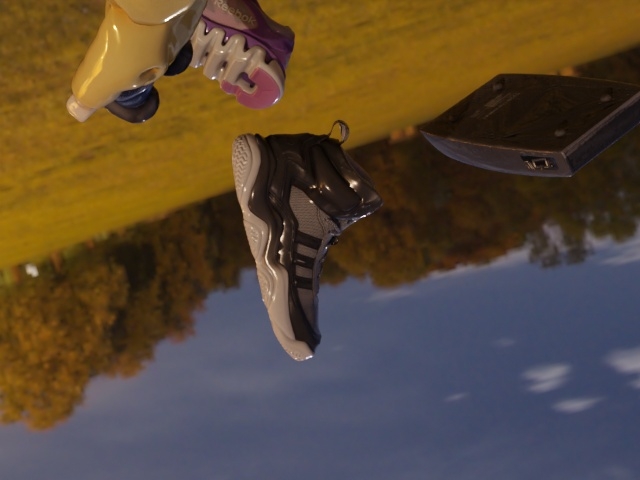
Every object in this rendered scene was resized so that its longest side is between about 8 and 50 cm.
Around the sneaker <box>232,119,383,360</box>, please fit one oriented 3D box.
[{"bbox_3d":[0.000,0.000,1.338,0.153,0.268,0.101,-14,-162,-1],"label":"sneaker"}]

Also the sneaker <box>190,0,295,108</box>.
[{"bbox_3d":[-0.126,-0.250,1.358,0.104,0.236,0.095,-60,-173,-31],"label":"sneaker"}]

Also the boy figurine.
[{"bbox_3d":[-0.145,-0.173,0.957,0.177,0.092,0.285,-57,-179,-12],"label":"boy figurine"}]

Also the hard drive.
[{"bbox_3d":[0.263,-0.145,1.508,0.172,0.054,0.255,-36,-152,-24],"label":"hard drive"}]
